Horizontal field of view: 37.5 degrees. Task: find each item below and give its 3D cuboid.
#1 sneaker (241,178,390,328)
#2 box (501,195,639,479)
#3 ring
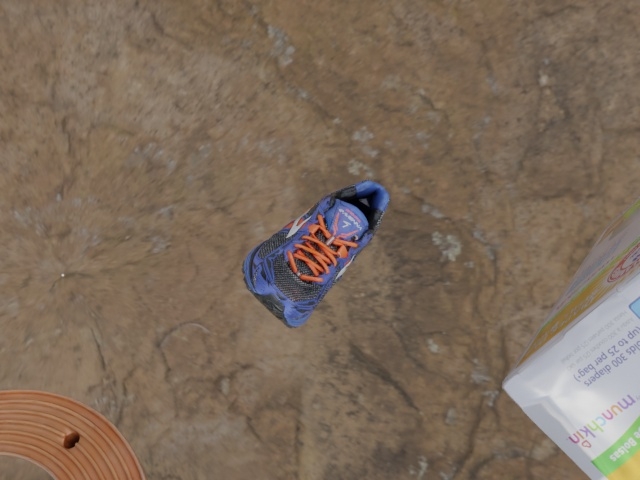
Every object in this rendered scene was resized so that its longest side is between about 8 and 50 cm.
[{"bbox_3d":[0.000,0.000,0.881,0.083,0.087,0.221,43,36,-5],"label":"sneaker"},{"bbox_3d":[0.185,0.029,0.441,0.103,0.114,0.203,45,36,6],"label":"box"},{"bbox_3d":[-0.269,0.260,0.683,0.336,0.336,0.032,-41,140,-13],"label":"ring"}]
